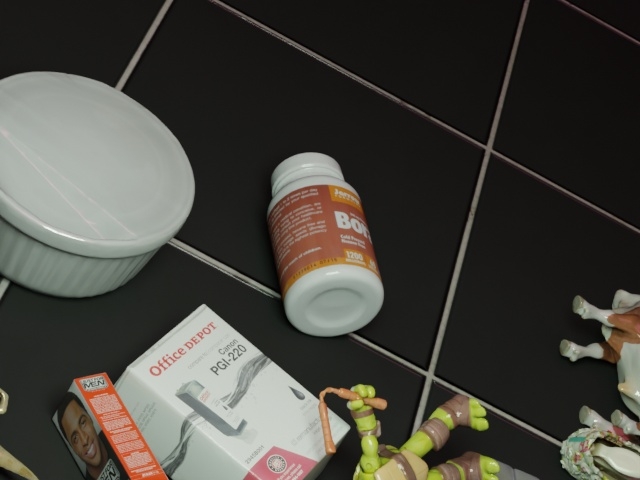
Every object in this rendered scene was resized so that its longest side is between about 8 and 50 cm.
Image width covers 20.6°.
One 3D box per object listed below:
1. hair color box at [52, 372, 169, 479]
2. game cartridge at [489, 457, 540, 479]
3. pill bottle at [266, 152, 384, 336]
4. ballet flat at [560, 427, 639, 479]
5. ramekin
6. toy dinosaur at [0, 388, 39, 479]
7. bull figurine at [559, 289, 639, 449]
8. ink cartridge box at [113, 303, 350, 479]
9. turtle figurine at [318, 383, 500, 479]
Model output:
[{"bbox_3d":[-0.216,0.213,1.802,0.043,0.072,0.141,-9,54,-40],"label":"hair color box"},{"bbox_3d":[0.270,0.392,1.912,0.230,0.068,0.355,20,27,-9],"label":"game cartridge"},{"bbox_3d":[0.000,0.000,2.135,0.121,0.121,0.216,11,44,-25],"label":"pill bottle"},{"bbox_3d":[0.401,0.299,2.124,0.241,0.077,0.091,25,69,-4],"label":"ballet flat"},{"bbox_3d":[-0.289,-0.055,1.991,0.273,0.127,0.273,20,40,-17],"label":"ramekin"},{"bbox_3d":[-0.350,0.191,1.763,0.183,0.053,0.092,24,54,0],"label":"toy dinosaur"},{"bbox_3d":[0.412,0.162,2.269,0.188,0.101,0.310,7,43,-23],"label":"bull figurine"},{"bbox_3d":[-0.101,0.193,1.887,0.218,0.092,0.158,38,38,9],"label":"ink cartridge box"},{"bbox_3d":[0.093,0.266,1.906,0.217,0.087,0.269,-20,90,-36],"label":"turtle figurine"}]
